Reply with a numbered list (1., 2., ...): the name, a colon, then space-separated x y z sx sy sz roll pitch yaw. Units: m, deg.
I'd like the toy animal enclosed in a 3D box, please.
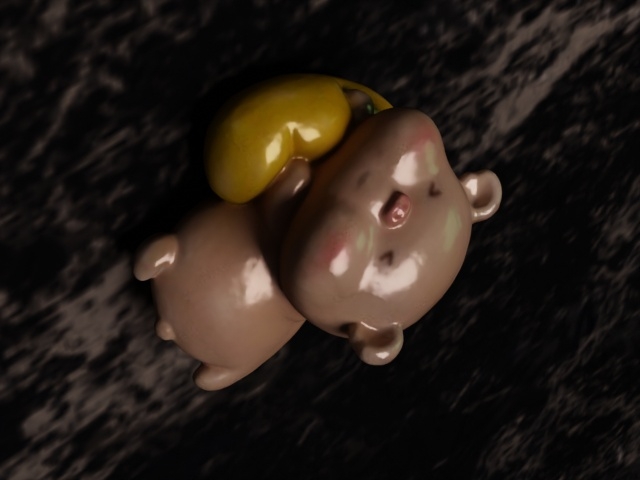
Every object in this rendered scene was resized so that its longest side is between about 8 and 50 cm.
1. toy animal: 0.000 0.000 0.540 0.114 0.082 0.091 -43 145 -10
